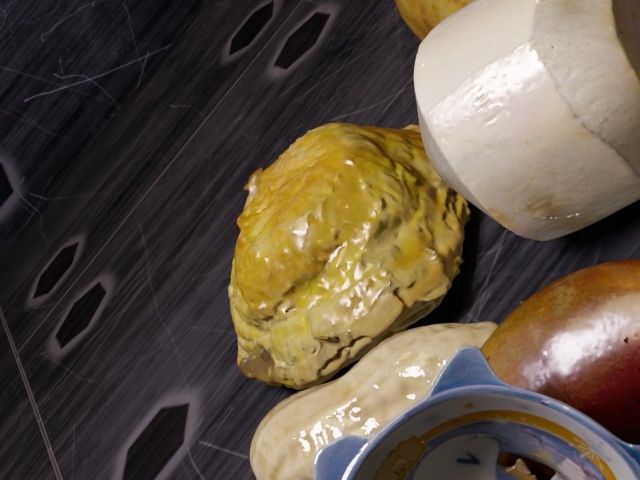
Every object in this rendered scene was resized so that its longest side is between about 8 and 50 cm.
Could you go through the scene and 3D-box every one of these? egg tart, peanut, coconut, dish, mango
[{"bbox_3d":[0.000,0.000,1.243,0.339,0.153,0.352,-30,30,43],"label":"egg tart"},{"bbox_3d":[0.050,0.153,0.985,0.256,0.123,0.124,-32,30,27],"label":"peanut"},{"bbox_3d":[0.188,-0.116,1.011,0.241,0.241,0.241,-39,27,24],"label":"coconut"},{"bbox_3d":[0.123,0.191,0.769,0.228,0.236,0.086,-40,-17,-1],"label":"dish"},{"bbox_3d":[0.175,0.096,0.838,0.267,0.111,0.133,-35,67,28],"label":"mango"}]

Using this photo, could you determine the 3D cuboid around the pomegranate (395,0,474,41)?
[{"bbox_3d":[0.200,-0.295,1.188,0.281,0.281,0.281,-39,27,24],"label":"pomegranate"}]
